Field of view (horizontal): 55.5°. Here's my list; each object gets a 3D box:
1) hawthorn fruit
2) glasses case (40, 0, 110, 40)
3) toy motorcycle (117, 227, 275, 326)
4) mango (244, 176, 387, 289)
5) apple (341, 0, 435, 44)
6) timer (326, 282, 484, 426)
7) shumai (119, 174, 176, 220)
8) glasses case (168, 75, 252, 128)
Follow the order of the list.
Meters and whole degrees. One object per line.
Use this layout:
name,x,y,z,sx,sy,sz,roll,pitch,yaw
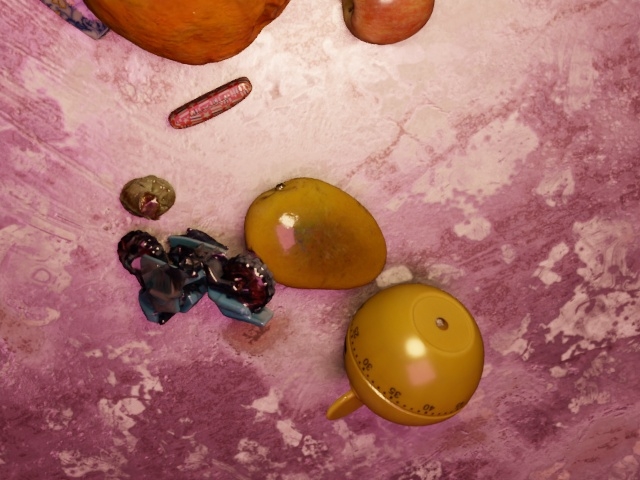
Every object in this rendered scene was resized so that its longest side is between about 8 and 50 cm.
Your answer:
hawthorn fruit,-0.215,-0.522,1.025,0.471,0.472,0.472,-2,113,-6
glasses case,-0.519,-0.500,1.193,0.248,0.065,0.087,39,105,-19
toy motorcycle,-0.285,0.107,1.399,0.416,0.172,0.232,10,121,21
mango,0.000,0.000,1.392,0.365,0.182,0.253,24,91,-24
apple,0.133,-0.488,1.211,0.173,0.188,0.188,-12,115,-14
timer,0.203,0.297,1.494,0.376,0.376,0.387,16,135,-13
shumai,-0.394,-0.086,1.375,0.123,0.087,0.099,-15,115,1
glasses case,-0.234,-0.292,1.312,0.194,0.073,0.049,-25,114,5
